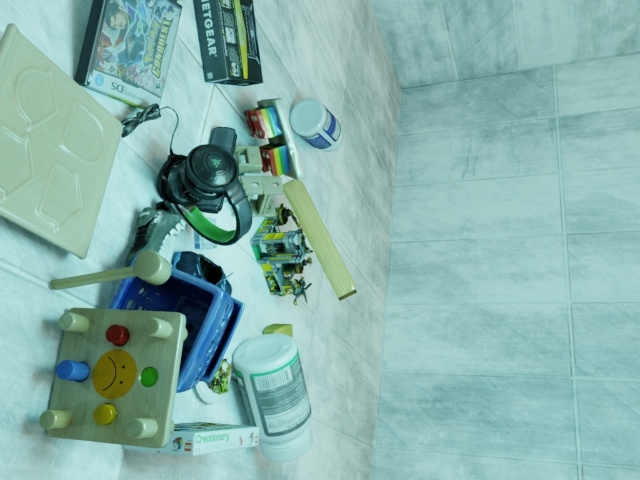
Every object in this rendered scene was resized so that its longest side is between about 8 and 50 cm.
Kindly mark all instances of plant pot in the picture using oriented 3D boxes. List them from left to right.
[{"bbox_3d":[-0.321,0.190,1.305,0.236,0.236,0.212,-67,163,-6],"label":"plant pot"},{"bbox_3d":[-0.151,0.328,1.979,0.083,0.081,0.082,6,82,-58],"label":"plant pot"}]

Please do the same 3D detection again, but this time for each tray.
[{"bbox_3d":[0.000,0.000,1.947,0.411,0.076,0.203,64,0,10],"label":"tray"}]

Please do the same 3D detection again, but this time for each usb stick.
[{"bbox_3d":[-0.299,-0.208,1.679,0.045,0.077,0.278,105,-8,-67],"label":"usb stick"}]

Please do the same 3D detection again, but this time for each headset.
[{"bbox_3d":[-0.329,-0.147,1.428,0.185,0.243,0.394,-43,114,-38],"label":"headset"}]

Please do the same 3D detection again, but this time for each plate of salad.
[{"bbox_3d":[-0.295,0.362,1.647,0.200,0.048,0.200,-2,90,-68],"label":"plate of salad"}]

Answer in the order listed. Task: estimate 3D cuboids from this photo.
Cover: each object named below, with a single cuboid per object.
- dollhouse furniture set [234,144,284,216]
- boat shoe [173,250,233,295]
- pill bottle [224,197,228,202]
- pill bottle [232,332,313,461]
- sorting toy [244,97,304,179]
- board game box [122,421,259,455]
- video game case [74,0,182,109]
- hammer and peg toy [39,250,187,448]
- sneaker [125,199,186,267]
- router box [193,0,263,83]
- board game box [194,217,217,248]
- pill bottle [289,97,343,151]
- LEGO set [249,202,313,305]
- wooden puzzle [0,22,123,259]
[{"bbox_3d":[-0.201,-0.185,1.816,0.129,0.129,0.184,117,-33,-53],"label":"dollhouse furniture set"},{"bbox_3d":[-0.305,0.111,1.598,0.258,0.089,0.109,45,47,-60],"label":"boat shoe"},{"bbox_3d":[-0.278,-0.174,1.738,0.065,0.065,0.116,5,83,-68],"label":"pill bottle"},{"bbox_3d":[-0.139,0.493,1.813,0.204,0.204,0.361,-49,133,-60],"label":"pill bottle"},{"bbox_3d":[-0.162,-0.323,1.882,0.257,0.089,0.256,-148,-140,-67],"label":"sorting toy"},{"bbox_3d":[-0.304,0.480,1.413,0.305,0.193,0.053,34,56,-64],"label":"board game box"},{"bbox_3d":[-0.430,-0.455,1.328,0.248,0.035,0.275,7,98,-68],"label":"video game case"},{"bbox_3d":[-0.398,0.209,1.141,0.127,0.265,0.361,53,39,-70],"label":"hammer and peg toy"},{"bbox_3d":[-0.409,-0.021,1.382,0.234,0.078,0.106,-63,138,-53],"label":"sneaker"},{"bbox_3d":[-0.279,-0.637,1.774,0.243,0.081,0.309,-28,113,-67],"label":"router box"},{"bbox_3d":[-0.327,-0.021,1.654,0.090,0.020,0.090,2,86,-68],"label":"board game box"},{"bbox_3d":[-0.006,-0.457,2.345,0.264,0.153,0.153,27,63,-66],"label":"pill bottle"},{"bbox_3d":[-0.090,0.042,2.011,0.255,0.192,0.331,-54,137,-58],"label":"LEGO set"},{"bbox_3d":[-0.530,-0.170,1.099,0.348,0.080,0.322,56,38,-60],"label":"wooden puzzle"}]
